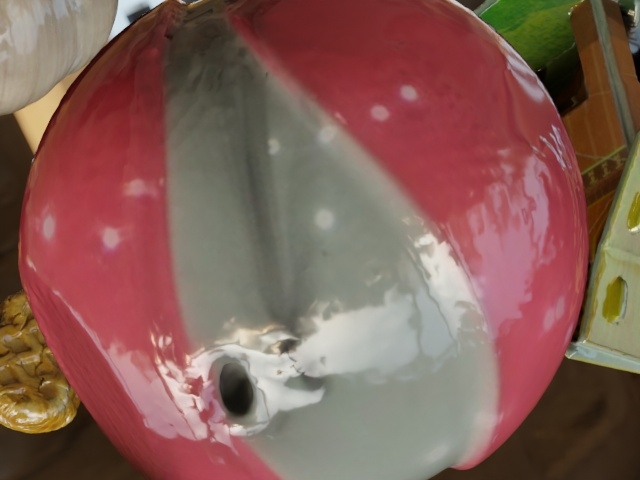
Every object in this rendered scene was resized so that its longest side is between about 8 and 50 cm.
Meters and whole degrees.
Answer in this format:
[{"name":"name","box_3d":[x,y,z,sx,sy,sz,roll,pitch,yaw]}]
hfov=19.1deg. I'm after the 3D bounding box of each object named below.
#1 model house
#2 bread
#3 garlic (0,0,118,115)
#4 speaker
[{"name":"model house","box_3d":[0.217,0.002,1.614,0.340,0.300,0.324,-37,-132,38]},{"name":"bread","box_3d":[-0.203,0.083,1.348,0.044,0.083,0.111,125,-17,-56]},{"name":"garlic","box_3d":[-0.321,-0.223,1.593,0.322,0.241,0.322,-14,-140,13]},{"name":"speaker","box_3d":[0.000,0.000,0.988,0.294,0.294,0.294,-21,-161,8]}]
